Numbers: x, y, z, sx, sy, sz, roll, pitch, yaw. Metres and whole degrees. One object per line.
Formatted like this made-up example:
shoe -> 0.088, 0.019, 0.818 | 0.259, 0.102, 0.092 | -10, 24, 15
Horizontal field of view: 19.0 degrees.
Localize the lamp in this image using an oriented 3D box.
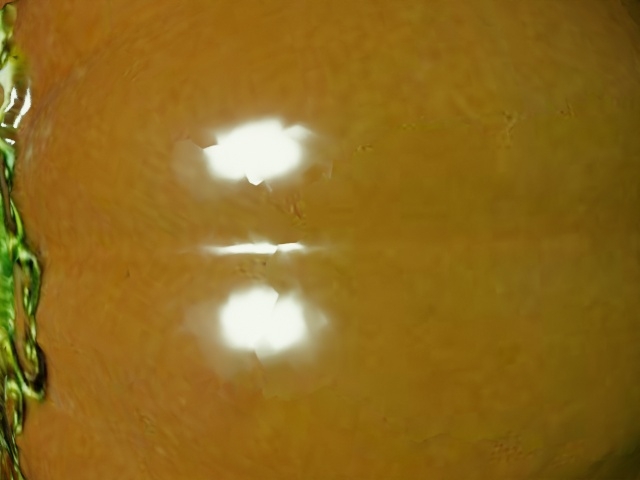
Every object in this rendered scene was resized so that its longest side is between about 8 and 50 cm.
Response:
lamp -> 0.000, 0.000, 0.434 | 0.223, 0.196, 0.223 | 179, 90, -75
